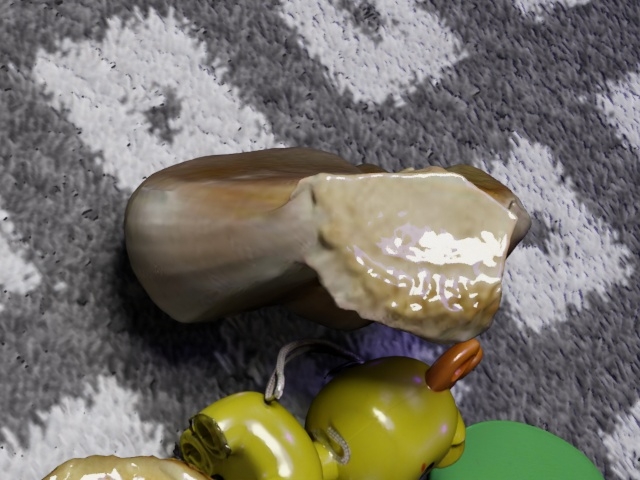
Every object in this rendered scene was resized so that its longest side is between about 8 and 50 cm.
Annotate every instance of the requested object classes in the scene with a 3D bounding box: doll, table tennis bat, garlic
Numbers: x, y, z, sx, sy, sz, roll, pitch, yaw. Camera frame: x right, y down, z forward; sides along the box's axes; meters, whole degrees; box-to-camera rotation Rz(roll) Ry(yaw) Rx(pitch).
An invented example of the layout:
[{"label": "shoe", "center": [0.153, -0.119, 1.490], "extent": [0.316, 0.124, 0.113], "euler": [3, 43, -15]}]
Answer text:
[{"label": "doll", "center": [0.020, 0.131, 1.163], "extent": [0.221, 0.143, 0.135], "euler": [-26, 74, -28]}, {"label": "table tennis bat", "center": [0.197, 0.220, 1.264], "extent": [0.257, 0.039, 0.160], "euler": [13, 54, -16]}, {"label": "garlic", "center": [0.001, -0.001, 1.169], "extent": [0.279, 0.325, 0.132], "euler": [5, 91, -14]}]

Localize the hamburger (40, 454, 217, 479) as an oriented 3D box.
[{"label": "hamburger", "center": [-0.120, 0.249, 0.979], "extent": [0.244, 0.163, 0.244], "euler": [11, 63, -22]}]
